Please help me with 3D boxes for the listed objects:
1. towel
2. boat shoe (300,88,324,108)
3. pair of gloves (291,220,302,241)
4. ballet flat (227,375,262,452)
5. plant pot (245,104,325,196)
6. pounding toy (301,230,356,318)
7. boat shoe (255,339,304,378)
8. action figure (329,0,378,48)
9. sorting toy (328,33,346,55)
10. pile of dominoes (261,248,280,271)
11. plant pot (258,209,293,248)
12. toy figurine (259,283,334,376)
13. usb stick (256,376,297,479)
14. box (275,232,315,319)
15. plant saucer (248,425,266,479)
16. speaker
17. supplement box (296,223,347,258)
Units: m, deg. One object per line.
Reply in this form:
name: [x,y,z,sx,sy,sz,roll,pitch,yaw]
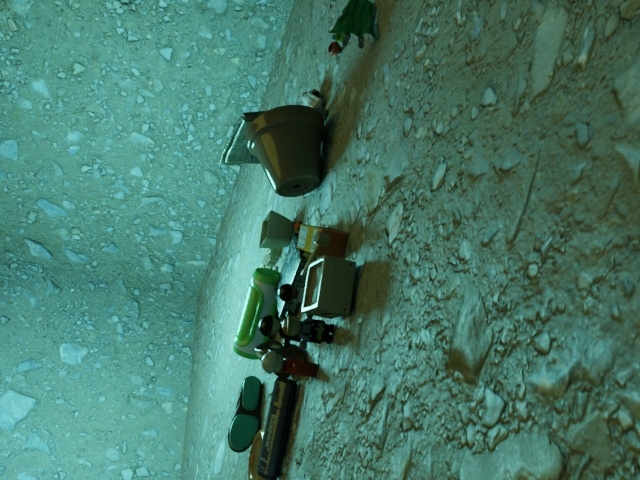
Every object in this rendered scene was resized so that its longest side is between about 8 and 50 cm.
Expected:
towel: [-0.167,-0.347,2.224,0.324,0.312,0.056,-46,58,57]
boat shoe: [-0.025,-0.507,2.295,0.063,0.066,0.184,-56,19,17]
pair of gloves: [-0.080,-0.025,2.181,0.074,0.010,0.083,171,108,-72]
ballet flat: [-0.243,0.584,2.127,0.096,0.095,0.281,105,178,-46]
plant pot: [-0.093,-0.271,2.077,0.263,0.262,0.230,130,130,-58]
pounding toy: [0.021,0.084,1.589,0.181,0.094,0.206,148,134,-67]
boat shoe: [-0.105,0.354,1.863,0.257,0.095,0.095,5,117,67]
action figure: [0.109,-0.650,1.882,0.064,0.137,0.232,103,179,-51]
sorting toy: [0.065,-0.667,2.163,0.102,0.042,0.061,-51,43,33]
pile of dominoes: [-0.209,0.086,2.487,0.251,0.040,0.196,125,154,-51]
plant pot: [-0.153,-0.030,2.279,0.109,0.096,0.109,133,148,-61]
toy figurine: [-0.069,0.232,1.681,0.213,0.148,0.210,-97,25,-51]
usb stick: [-0.120,0.518,1.783,0.077,0.045,0.278,8,84,35]
box: [-0.082,0.111,2.004,0.175,0.051,0.220,-108,35,-62]
plant saucer: [-0.178,0.653,1.924,0.200,0.037,0.200,-167,90,-74]
speaker: [-0.207,0.249,2.192,0.131,0.131,0.297,-128,53,-70]
supplement box: [0.000,0.000,1.764,0.233,0.078,0.080,-155,76,-75]
